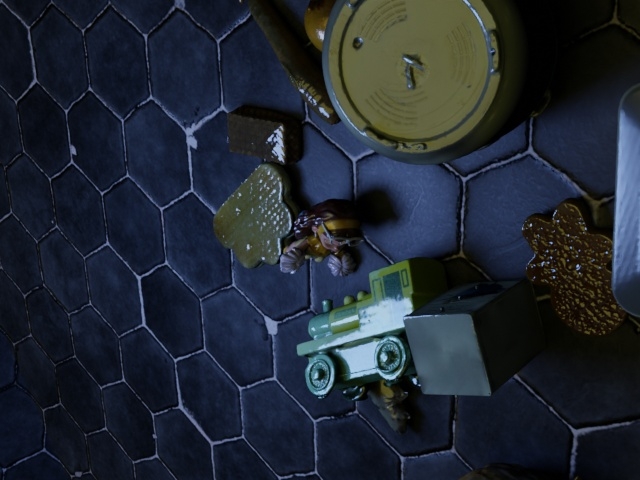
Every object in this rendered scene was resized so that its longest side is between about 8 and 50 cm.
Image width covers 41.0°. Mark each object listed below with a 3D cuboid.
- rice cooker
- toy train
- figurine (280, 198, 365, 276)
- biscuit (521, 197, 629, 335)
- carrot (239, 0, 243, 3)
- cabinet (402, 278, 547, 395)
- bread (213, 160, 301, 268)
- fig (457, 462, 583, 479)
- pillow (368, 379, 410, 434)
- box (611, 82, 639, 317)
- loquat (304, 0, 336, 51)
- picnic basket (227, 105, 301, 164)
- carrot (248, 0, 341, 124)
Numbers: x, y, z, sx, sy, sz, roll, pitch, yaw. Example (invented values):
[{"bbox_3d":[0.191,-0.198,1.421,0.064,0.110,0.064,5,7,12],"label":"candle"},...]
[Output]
[{"bbox_3d":[0.189,-0.293,1.330,0.335,0.325,0.335,8,109,25],"label":"rice cooker"},{"bbox_3d":[0.095,0.189,1.703,0.368,0.150,0.237,-21,69,43],"label":"toy train"},{"bbox_3d":[0.001,-0.001,1.754,0.240,0.174,0.116,-48,46,50],"label":"figurine"},{"bbox_3d":[0.433,0.049,1.440,0.179,0.039,0.236,-24,89,41],"label":"biscuit"},{"bbox_3d":[-0.188,-0.584,1.773,0.037,0.037,0.190,-5,106,44],"label":"carrot"},{"bbox_3d":[0.276,0.161,1.511,0.145,0.206,0.150,-8,101,44],"label":"cabinet"},{"bbox_3d":[-0.131,-0.039,1.916,0.286,0.056,0.207,-37,79,45],"label":"bread"},{"bbox_3d":[0.355,0.501,1.494,0.286,0.286,0.369,46,147,20],"label":"fig"},{"bbox_3d":[0.126,0.294,1.814,0.093,0.051,0.241,-44,72,39],"label":"pillow"},{"bbox_3d":[0.604,-0.041,1.203,0.373,0.090,0.367,10,113,38],"label":"box"},{"bbox_3d":[0.038,-0.403,1.563,0.141,0.141,0.141,18,118,37],"label":"loquat"},{"bbox_3d":[-0.127,-0.225,1.841,0.193,0.054,0.110,18,118,39],"label":"picnic basket"},{"bbox_3d":[-0.059,-0.370,1.715,0.342,0.070,0.070,55,134,13],"label":"carrot"}]
